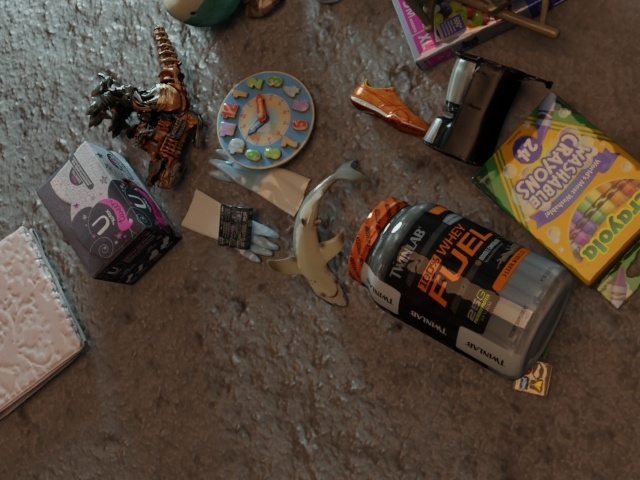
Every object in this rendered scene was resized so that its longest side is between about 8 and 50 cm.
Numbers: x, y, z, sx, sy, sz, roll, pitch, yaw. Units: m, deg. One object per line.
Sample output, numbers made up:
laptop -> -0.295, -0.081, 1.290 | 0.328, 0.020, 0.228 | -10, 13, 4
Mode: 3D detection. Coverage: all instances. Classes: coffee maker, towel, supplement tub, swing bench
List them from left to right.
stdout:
towel -> -0.687, 0.184, 1.922 | 0.317, 0.053, 0.332 | -35, 72, 14
supplement tub -> 0.228, 0.070, 1.469 | 0.338, 0.207, 0.207 | 28, 94, 23
swing bench -> 0.261, -0.453, 1.437 | 0.254, 0.253, 0.165 | 9, 87, 23
coffee maker -> 0.279, -0.220, 1.519 | 0.171, 0.120, 0.178 | 33, 108, 48

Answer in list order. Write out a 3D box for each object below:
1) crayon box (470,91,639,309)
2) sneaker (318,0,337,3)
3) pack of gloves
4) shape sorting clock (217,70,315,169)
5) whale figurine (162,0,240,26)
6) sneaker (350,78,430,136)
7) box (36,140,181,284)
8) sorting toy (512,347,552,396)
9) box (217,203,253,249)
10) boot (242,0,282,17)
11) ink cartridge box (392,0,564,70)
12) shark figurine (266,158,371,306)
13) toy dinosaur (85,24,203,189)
crayon box -> 0.440, -0.068, 1.466 | 0.323, 0.083, 0.203 | 45, 101, 21
sneaker -> 0.014, -0.632, 1.701 | 0.126, 0.127, 0.321 | 7, 87, 22
pack of gloves -> -0.160, -0.077, 1.740 | 0.232, 0.046, 0.195 | 25, 92, 24
shape sorting clock -> -0.110, -0.239, 1.734 | 0.206, 0.040, 0.206 | -6, 74, 20
whale figurine -> -0.225, -0.559, 1.798 | 0.216, 0.141, 0.272 | -31, 45, 47
sneaker -> 0.136, -0.249, 1.631 | 0.175, 0.064, 0.067 | 33, 86, 20
box -> -0.434, -0.055, 1.799 | 0.163, 0.142, 0.247 | -43, 70, 12
sorting toy -> 0.363, 0.219, 1.496 | 0.062, 0.012, 0.083 | 10, 87, 24
box -> -0.167, -0.027, 1.724 | 0.067, 0.018, 0.083 | 8, 99, 27
boot -> -0.122, -0.513, 1.788 | 0.086, 0.042, 0.119 | -14, 71, 29
ink cartridge box -> 0.289, -0.462, 1.598 | 0.311, 0.065, 0.186 | -23, 75, 17
shark figurine -> -0.013, -0.026, 1.647 | 0.166, 0.116, 0.278 | 8, 95, -10
toy dinosaur -> -0.344, -0.270, 1.815 | 0.218, 0.164, 0.322 | 2, 65, 9
